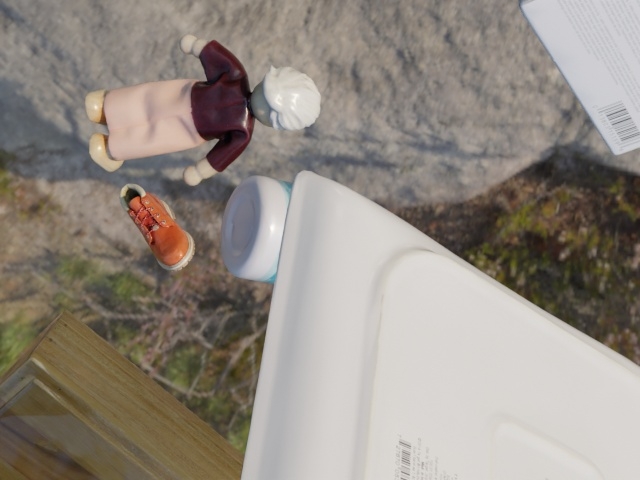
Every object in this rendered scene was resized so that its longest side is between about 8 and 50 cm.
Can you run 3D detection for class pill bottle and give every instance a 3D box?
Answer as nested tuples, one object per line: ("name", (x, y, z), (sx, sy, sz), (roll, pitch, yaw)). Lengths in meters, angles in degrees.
("pill bottle", (0.000, 0.000, 1.473), (0.264, 0.146, 0.146), (10, 140, -30))

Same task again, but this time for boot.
("boot", (-0.231, -0.019, 1.417), (0.059, 0.158, 0.084), (-42, 135, 1))

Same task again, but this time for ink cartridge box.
("ink cartridge box", (0.375, -0.227, 1.097), (0.238, 0.060, 0.275), (-21, 137, 27))

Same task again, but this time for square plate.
("square plate", (0.108, 0.162, 0.552), (0.344, 0.347, 0.049), (31, 137, -27))

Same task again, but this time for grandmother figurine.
("grandmother figurine", (-0.162, -0.185, 1.432), (0.342, 0.104, 0.208), (-3, 102, 22))

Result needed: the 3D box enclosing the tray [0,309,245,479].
("tray", (-0.147, 0.263, 0.976), (0.411, 0.076, 0.203), (42, 128, -12))
